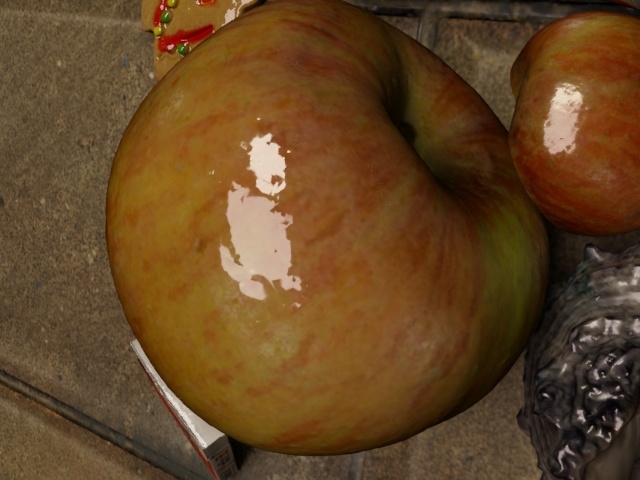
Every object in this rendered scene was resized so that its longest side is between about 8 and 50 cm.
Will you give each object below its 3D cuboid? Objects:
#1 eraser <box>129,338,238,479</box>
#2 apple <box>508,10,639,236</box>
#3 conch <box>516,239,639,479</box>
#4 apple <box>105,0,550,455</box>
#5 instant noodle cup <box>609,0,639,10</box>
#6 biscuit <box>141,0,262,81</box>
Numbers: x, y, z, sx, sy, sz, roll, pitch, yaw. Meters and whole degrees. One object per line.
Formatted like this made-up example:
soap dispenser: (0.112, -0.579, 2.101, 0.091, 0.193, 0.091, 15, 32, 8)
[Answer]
eraser: (-0.165, 0.214, 0.932, 0.157, 0.038, 0.230, 50, 161, 20)
apple: (0.231, -0.101, 0.612, 0.173, 0.195, 0.160, 35, 129, -16)
conch: (0.290, 0.132, 0.634, 0.240, 0.186, 0.313, 17, 85, 23)
apple: (0.000, 0.000, 0.673, 0.333, 0.400, 0.400, -43, 72, 38)
instant noodle cup: (0.225, -0.307, 0.577, 0.200, 0.264, 0.264, 33, 113, 17)
biscuit: (-0.173, -0.322, 0.960, 0.212, 0.041, 0.239, -37, 75, 33)
